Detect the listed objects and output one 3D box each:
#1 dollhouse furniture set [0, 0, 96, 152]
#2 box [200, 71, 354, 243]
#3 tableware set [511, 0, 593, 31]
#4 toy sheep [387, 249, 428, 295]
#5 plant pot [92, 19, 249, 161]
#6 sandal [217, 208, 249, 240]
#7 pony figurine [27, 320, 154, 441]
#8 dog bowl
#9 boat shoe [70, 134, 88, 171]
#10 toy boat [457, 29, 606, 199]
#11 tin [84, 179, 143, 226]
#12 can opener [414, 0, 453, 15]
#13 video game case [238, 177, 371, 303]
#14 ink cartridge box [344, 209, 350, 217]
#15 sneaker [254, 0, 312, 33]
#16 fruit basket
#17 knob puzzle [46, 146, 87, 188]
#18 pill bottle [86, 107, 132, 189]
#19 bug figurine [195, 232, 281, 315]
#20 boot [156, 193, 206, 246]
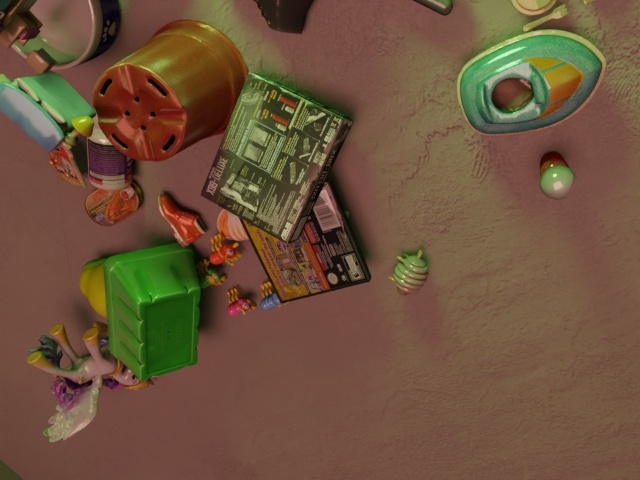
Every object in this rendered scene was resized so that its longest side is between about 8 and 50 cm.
[{"bbox_3d":[-0.510,-0.359,1.090,0.198,0.286,0.303,-38,108,16],"label":"dollhouse furniture set"},{"bbox_3d":[-0.103,-0.181,1.236,0.243,0.076,0.307,28,106,12],"label":"box"},{"bbox_3d":[0.439,-0.474,0.996,0.194,0.039,0.128,-20,101,20],"label":"tableware set"},{"bbox_3d":[0.222,0.079,1.366,0.091,0.091,0.132,19,118,5],"label":"toy sheep"},{"bbox_3d":[-0.323,-0.308,1.188,0.273,0.265,0.272,7,122,12],"label":"plant pot"},{"bbox_3d":[-0.163,-0.056,1.403,0.265,0.076,0.101,-16,114,25],"label":"sandal"},{"bbox_3d":[-0.741,0.417,1.748,0.351,0.302,0.363,-22,134,1],"label":"pony figurine"},{"bbox_3d":[-0.589,-0.522,1.226,0.265,0.104,0.264,8,122,13],"label":"dog bowl"},{"bbox_3d":[-0.655,-0.270,1.440,0.083,0.065,0.183,30,139,27],"label":"boat shoe"},{"bbox_3d":[0.424,-0.239,1.074,0.268,0.148,0.318,-17,113,25],"label":"toy boat"},{"bbox_3d":[-0.567,-0.108,1.520,0.190,0.040,0.106,-24,114,27],"label":"tin"},{"bbox_3d":[0.129,-0.511,1.035,0.281,0.093,0.074,28,112,0],"label":"can opener"},{"bbox_3d":[-0.039,0.008,1.348,0.248,0.035,0.274,-16,111,20],"label":"video game case"},{"bbox_3d":[0.000,0.000,1.396,0.105,0.061,0.181,18,123,5],"label":"ink cartridge box"},{"bbox_3d":[-0.126,-0.503,1.121,0.222,0.083,0.118,22,124,2],"label":"sneaker"},{"bbox_3d":[-0.509,0.163,1.578,0.392,0.283,0.391,27,123,52],"label":"fruit basket"},{"bbox_3d":[-0.688,-0.230,1.431,0.213,0.030,0.213,34,142,31],"label":"knob puzzle"},{"bbox_3d":[-0.528,-0.234,1.389,0.108,0.108,0.193,17,124,6],"label":"pill bottle"},{"bbox_3d":[-0.227,0.120,1.513,0.279,0.072,0.216,45,129,-17],"label":"bug figurine"},{"bbox_3d":[-0.370,-0.067,1.479,0.085,0.059,0.157,-26,110,14],"label":"boot"}]
